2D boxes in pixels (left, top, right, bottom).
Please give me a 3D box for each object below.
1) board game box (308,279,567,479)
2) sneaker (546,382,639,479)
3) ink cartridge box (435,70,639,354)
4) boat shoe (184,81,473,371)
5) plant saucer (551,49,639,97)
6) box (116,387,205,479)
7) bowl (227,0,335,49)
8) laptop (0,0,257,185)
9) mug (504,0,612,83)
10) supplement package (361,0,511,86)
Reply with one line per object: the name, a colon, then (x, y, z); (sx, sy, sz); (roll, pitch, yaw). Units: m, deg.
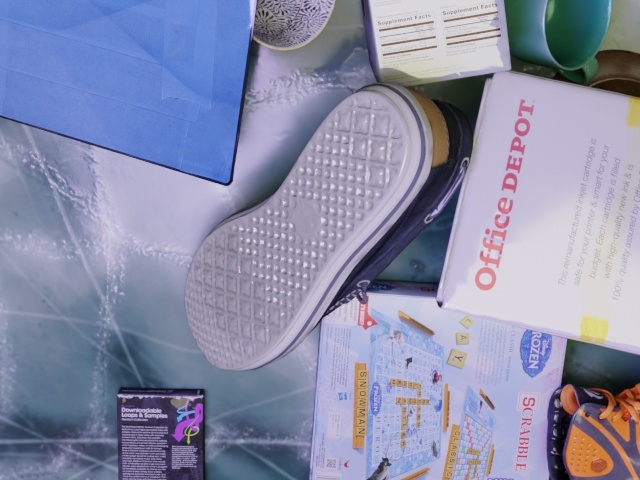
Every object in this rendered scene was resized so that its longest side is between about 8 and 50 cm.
board game box: (0.149, 0.214, 1.548); (0.317, 0.066, 0.319); (4, 105, -1)
sneaker: (0.401, 0.200, 1.462); (0.180, 0.124, 0.321); (32, 93, -10)
ink cartridge box: (0.346, -0.016, 1.357); (0.384, 0.160, 0.279); (13, 88, 3)
boat shoe: (0.000, 0.000, 1.385); (0.500, 0.156, 0.187); (-47, 64, 40)
plant saucer: (0.363, -0.135, 1.467); (0.198, 0.036, 0.199); (0, 105, 0)
box: (-0.213, 0.276, 1.585); (0.116, 0.029, 0.162); (2, 107, -1)
bowl: (-0.068, -0.307, 1.380); (0.170, 0.080, 0.170); (-5, 98, -40)
laptop: (-0.280, -0.269, 1.249); (0.381, 0.408, 0.236); (17, 81, 15)
mug: (0.264, -0.258, 1.387); (0.129, 0.097, 0.158); (-18, 117, -38)
supplement package: (0.119, -0.293, 1.339); (0.149, 0.194, 0.203); (-9, 105, 2)
